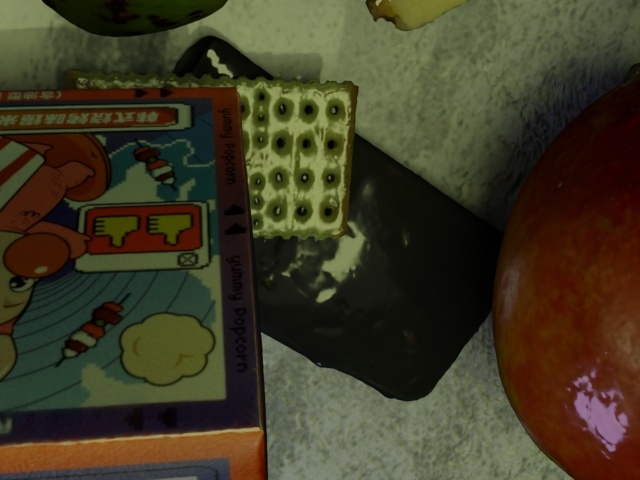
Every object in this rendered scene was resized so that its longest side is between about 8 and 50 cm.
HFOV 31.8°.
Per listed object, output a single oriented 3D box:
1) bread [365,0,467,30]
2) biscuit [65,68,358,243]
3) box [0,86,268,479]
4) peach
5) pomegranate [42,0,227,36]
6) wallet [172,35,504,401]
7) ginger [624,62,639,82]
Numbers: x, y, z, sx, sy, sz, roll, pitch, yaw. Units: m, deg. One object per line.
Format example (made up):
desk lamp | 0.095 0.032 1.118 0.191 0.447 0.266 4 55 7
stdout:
bread | 0.061 -0.326 0.715 0.207 0.279 0.279 -25 124 8
biscuit | -0.087 -0.064 0.900 0.231 0.016 0.139 2 103 -10
box | -0.213 0.084 0.754 0.349 0.318 0.257 -2 134 -4
peach | 0.320 0.038 0.915 0.388 0.388 0.388 -5 112 -13
pomegranate | -0.143 -0.257 0.773 0.263 0.211 0.211 39 98 0
wallet | 0.000 0.000 0.983 0.377 0.051 0.197 32 98 -22
ginger | 0.298 -0.130 1.024 0.048 0.030 0.097 14 108 -18
